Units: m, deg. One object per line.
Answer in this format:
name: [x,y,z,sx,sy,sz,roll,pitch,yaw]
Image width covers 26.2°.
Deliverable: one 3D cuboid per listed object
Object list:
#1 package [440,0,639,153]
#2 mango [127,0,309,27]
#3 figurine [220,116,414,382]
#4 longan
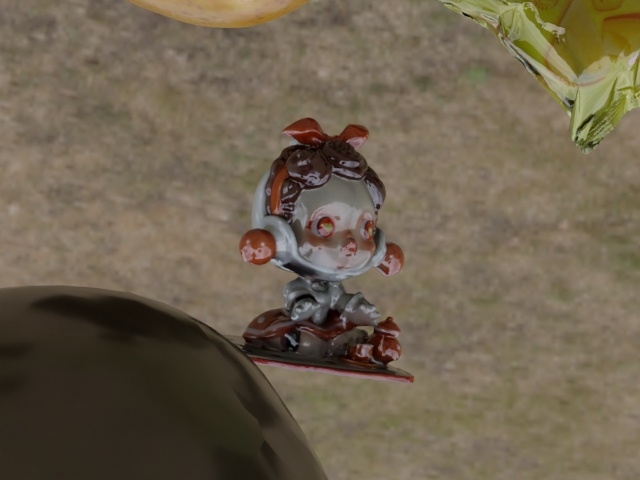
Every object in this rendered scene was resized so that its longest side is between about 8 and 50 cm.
package: [0.227,-0.202,1.231,0.226,0.168,0.090,48,172,10]
mango: [-0.086,-0.249,0.846,0.191,0.290,0.160,-19,146,-5]
figurine: [0.000,0.000,1.268,0.183,0.226,0.160,9,-179,-17]
longan: [-0.103,0.141,0.458,0.258,0.258,0.258,7,159,3]
